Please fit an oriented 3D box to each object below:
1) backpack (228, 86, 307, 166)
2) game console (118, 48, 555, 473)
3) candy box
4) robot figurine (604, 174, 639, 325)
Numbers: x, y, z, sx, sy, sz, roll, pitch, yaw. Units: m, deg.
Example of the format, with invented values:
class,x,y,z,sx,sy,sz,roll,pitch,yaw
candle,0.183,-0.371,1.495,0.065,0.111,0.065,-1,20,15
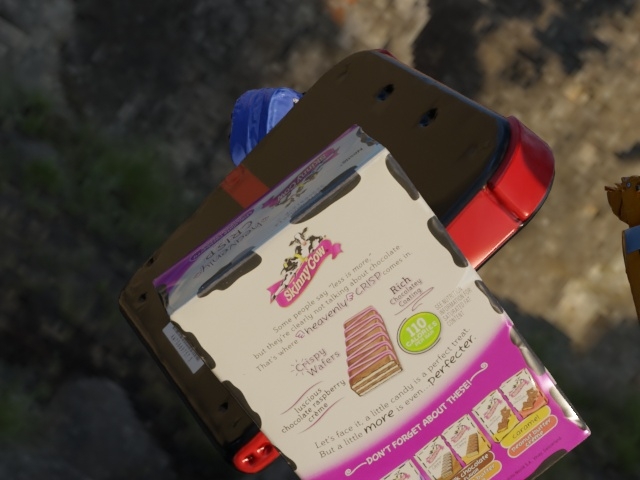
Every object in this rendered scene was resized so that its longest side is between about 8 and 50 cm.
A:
class,x,y,z,sx,sy,sz,roll,pitch,yaw
backpack,-0.030,-0.110,1.755,0.101,0.098,0.120,-9,-19,39
game console,0.000,0.000,1.419,0.060,0.342,0.386,43,-1,-26
candy box,0.032,0.071,1.031,0.233,0.159,0.071,53,-2,-22
robot figurine,0.374,0.072,1.689,0.211,0.085,0.291,-6,82,-52
